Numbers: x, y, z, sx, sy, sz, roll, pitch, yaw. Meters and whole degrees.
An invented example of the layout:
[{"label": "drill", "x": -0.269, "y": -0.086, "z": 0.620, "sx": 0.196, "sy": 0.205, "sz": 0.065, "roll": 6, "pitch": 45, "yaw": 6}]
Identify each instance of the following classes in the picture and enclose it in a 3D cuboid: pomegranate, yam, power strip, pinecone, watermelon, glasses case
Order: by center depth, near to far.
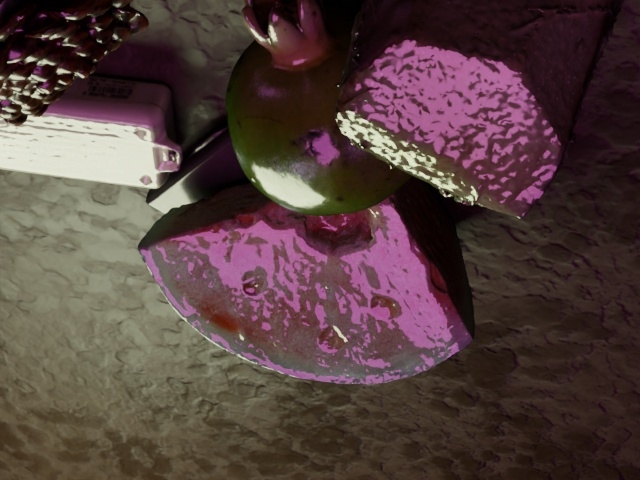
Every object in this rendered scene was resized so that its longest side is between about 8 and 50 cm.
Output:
[{"label": "yam", "x": 0.131, "y": -0.159, "z": 1.394, "sx": 0.202, "sy": 0.271, "sz": 0.201, "roll": 20, "pitch": 140, "yaw": 3}, {"label": "pinecone", "x": -0.257, "y": -0.209, "z": 1.502, "sx": 0.221, "sy": 0.221, "sz": 0.221, "roll": 8, "pitch": 138, "yaw": 7}, {"label": "pomegranate", "x": -0.001, "y": -0.130, "z": 1.526, "sx": 0.187, "sy": 0.187, "sz": 0.225, "roll": -4, "pitch": 137, "yaw": 20}, {"label": "watermelon", "x": 0.000, "y": 0.000, "z": 1.698, "sx": 0.318, "sy": 0.148, "sz": 0.226, "roll": 15, "pitch": 128, "yaw": 2}, {"label": "glasses case", "x": -0.081, "y": -0.071, "z": 1.713, "sx": 0.072, "sy": 0.042, "sz": 0.190, "roll": 28, "pitch": 138, "yaw": -29}, {"label": "power strip", "x": -0.289, "y": -0.114, "z": 1.718, "sx": 0.338, "sy": 0.058, "sz": 0.098, "roll": 7, "pitch": 139, "yaw": 7}]
